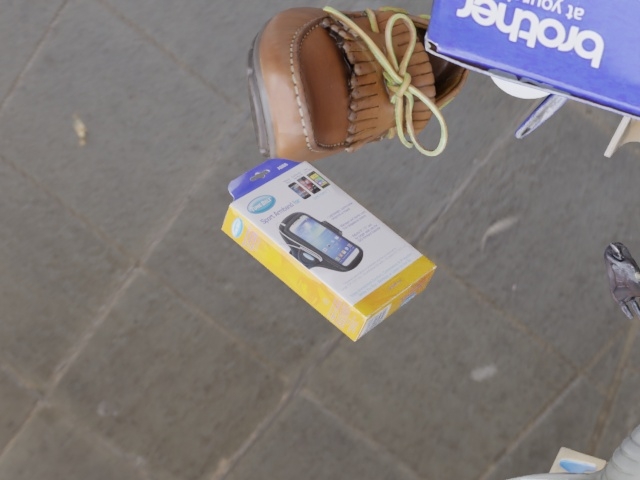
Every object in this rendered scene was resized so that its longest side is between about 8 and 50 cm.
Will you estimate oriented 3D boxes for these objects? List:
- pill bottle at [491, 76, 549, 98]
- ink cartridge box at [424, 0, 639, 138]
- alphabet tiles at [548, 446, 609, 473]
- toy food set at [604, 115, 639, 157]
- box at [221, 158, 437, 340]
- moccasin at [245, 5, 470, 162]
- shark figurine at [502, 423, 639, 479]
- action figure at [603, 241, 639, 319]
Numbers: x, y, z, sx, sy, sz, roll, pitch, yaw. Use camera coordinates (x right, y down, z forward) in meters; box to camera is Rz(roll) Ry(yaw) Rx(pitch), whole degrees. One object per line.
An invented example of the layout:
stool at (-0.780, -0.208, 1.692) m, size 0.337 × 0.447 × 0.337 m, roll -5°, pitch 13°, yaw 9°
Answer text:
pill bottle at (0.178, -0.178, 1.072) m, size 0.078 × 0.137 × 0.078 m, roll 9°, pitch 128°, yaw 11°
ink cartridge box at (0.180, -0.222, 0.568) m, size 0.151 × 0.270 × 0.395 m, roll 20°, pitch 123°, yaw 20°
alphabet tiles at (0.207, 0.274, 0.911) m, size 0.198 × 0.237 × 0.009 m, roll 14°, pitch 154°, yaw 37°
toy food set at (0.518, -0.108, 1.586) m, size 0.306 × 0.092 × 0.219 m, roll 22°, pitch 152°, yaw 7°
box at (0.000, 0.000, 0.862) m, size 0.136 × 0.081 × 0.028 m, roll 38°, pitch 134°, yaw 19°
moccasin at (0.047, -0.141, 1.162) m, size 0.147 × 0.380 × 0.139 m, roll -3°, pitch 96°, yaw 23°
shark figurine at (0.150, 0.185, 0.524) m, size 0.166 × 0.116 × 0.278 m, roll -15°, pitch 113°, yaw 9°
action figure at (0.356, 0.041, 1.123) m, size 0.141 × 0.276 × 0.164 m, roll 43°, pitch 90°, yaw -14°
